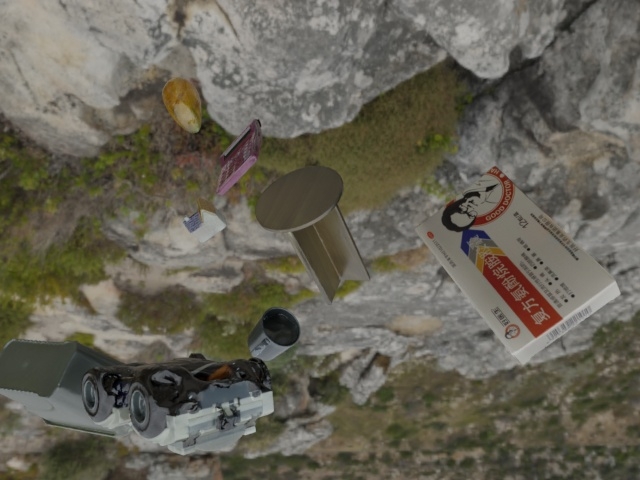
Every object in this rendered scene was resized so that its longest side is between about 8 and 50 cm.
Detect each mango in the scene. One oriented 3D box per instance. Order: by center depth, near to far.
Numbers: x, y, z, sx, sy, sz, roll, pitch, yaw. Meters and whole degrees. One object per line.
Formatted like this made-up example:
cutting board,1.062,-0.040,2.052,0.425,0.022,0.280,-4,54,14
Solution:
mango,-0.350,-0.348,1.463,0.089,0.165,0.115,-22,134,1

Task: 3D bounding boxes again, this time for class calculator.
calculator,-0.169,-0.175,1.215,0.034,0.190,0.126,38,115,-26

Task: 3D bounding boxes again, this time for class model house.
model house,-0.353,-0.066,1.712,0.100,0.088,0.100,-37,128,4

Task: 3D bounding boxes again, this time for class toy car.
toy car,-0.209,0.223,0.821,0.193,0.118,0.301,-2,173,-45

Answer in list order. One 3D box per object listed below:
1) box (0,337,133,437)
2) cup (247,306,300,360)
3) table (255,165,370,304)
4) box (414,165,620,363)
box,-0.464,0.258,1.052,0.274,0.138,0.178,-5,144,33
cup,-0.093,0.177,1.033,0.078,0.100,0.077,47,133,5
table,0.000,0.000,1.079,0.167,0.167,0.227,-9,132,22
box,0.358,0.034,1.106,0.214,0.353,0.069,-39,136,9
